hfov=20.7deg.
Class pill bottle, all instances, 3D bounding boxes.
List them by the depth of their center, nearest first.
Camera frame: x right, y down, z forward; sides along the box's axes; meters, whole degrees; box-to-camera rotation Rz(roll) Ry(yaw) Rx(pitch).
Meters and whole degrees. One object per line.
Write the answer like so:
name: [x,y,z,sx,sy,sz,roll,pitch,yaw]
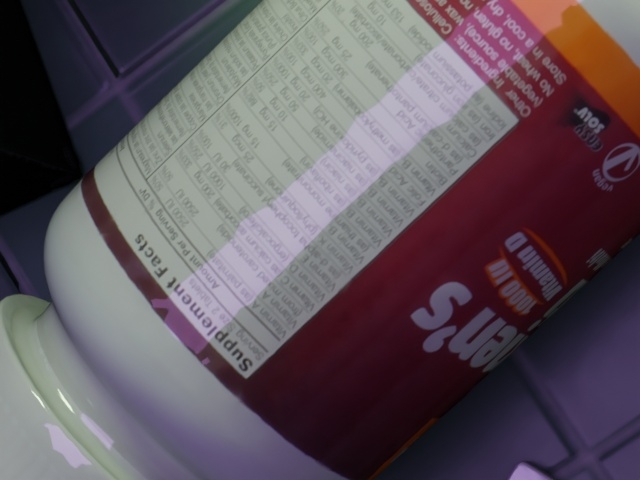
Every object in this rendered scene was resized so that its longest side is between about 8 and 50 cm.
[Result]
pill bottle: [0.000,0.000,0.500,0.221,0.121,0.121,-44,75,8]

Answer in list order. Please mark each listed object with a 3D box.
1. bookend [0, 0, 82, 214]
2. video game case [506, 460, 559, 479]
bookend: [-0.184,-0.064,0.584,0.157,0.072,0.156,-25,77,13]
video game case: [0.088,0.134,0.518,0.122,0.011,0.087,32,94,17]
